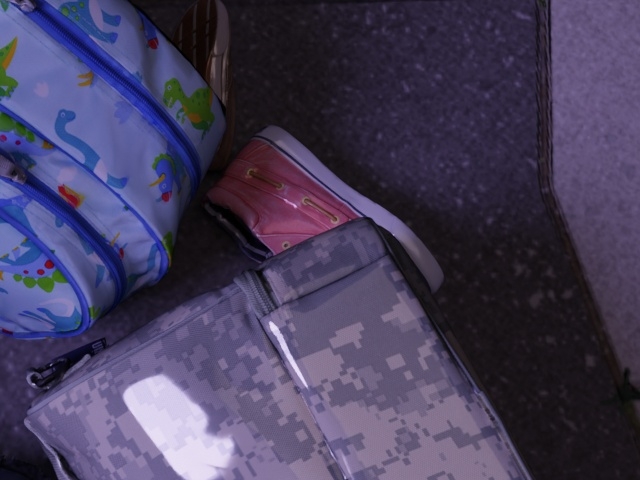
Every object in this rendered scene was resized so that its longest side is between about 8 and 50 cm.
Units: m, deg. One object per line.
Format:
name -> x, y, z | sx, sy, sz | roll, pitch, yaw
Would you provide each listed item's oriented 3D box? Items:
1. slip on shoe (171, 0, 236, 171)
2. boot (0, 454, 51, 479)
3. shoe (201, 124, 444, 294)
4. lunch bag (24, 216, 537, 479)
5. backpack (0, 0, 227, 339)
slip on shoe -> -0.082, -0.115, 1.159 | 0.041, 0.051, 0.135 | 29, 52, -49
boot -> -0.263, 0.167, 0.926 | 0.207, 0.246, 0.094 | 24, 99, -5
shoe -> 0.000, 0.000, 1.137 | 0.178, 0.063, 0.081 | 40, 69, 4
lunch bag -> -0.018, 0.164, 0.996 | 0.256, 0.212, 0.305 | -27, 86, -11
backpack -> -0.232, -0.095, 0.982 | 0.355, 0.290, 0.273 | 23, 67, -40
